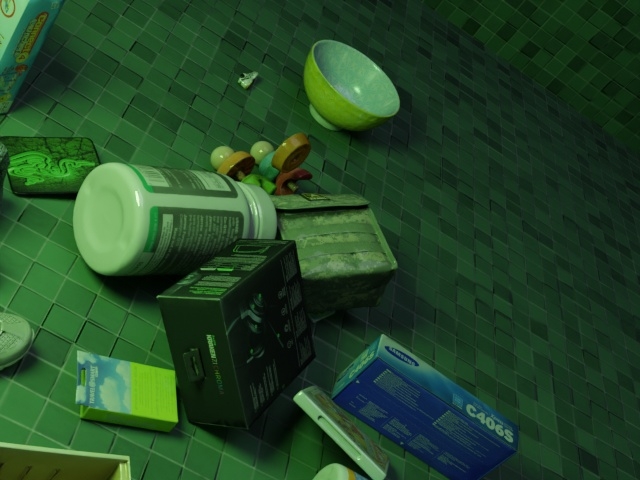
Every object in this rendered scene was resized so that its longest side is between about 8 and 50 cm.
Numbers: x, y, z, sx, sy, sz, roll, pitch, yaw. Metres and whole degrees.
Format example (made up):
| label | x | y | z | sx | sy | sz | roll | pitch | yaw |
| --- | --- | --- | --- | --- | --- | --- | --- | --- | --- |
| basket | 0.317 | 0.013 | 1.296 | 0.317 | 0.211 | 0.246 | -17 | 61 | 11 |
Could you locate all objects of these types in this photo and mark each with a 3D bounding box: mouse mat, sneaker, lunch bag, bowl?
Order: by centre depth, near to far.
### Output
| label | x | y | z | sx | sy | sz | roll | pitch | yaw |
| --- | --- | --- | --- | --- | --- | --- | --- | --- | --- |
| sneaker | -0.558 | 0.130 | 1.325 | 0.281 | 0.115 | 0.105 | 8 | 47 | -38 |
| mouse mat | -0.516 | -0.147 | 1.730 | 0.189 | 0.007 | 0.153 | -5 | 53 | -33 |
| lunch bag | 0.000 | 0.000 | 1.908 | 0.235 | 0.169 | 0.287 | -4 | 50 | -23 |
| sneaker | -0.192 | -0.431 | 2.352 | 0.037 | 0.032 | 0.083 | 36 | 35 | -7 |
| bowl | 0.057 | -0.392 | 2.438 | 0.289 | 0.156 | 0.290 | 26 | 37 | -22 |

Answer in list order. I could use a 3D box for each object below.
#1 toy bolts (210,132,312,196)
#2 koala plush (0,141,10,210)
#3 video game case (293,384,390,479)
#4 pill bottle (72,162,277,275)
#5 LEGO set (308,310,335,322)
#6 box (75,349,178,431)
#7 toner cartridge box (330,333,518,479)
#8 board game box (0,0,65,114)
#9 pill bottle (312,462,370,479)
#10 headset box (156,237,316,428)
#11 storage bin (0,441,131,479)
| label | x | y | z | sx | sy | sz | roll | pitch | yaw |
| --- | --- | --- | --- | --- | --- | --- | --- | --- | --- |
| toy bolts | -0.122 | -0.191 | 2.036 | 0.158 | 0.218 | 0.228 | 46 | 17 | 18 |
| koala plush | -0.610 | -0.070 | 1.452 | 0.196 | 0.203 | 0.221 | 20 | 52 | -26 |
| video game case | 0.044 | 0.347 | 1.628 | 0.206 | 0.026 | 0.227 | 44 | -1 | 9 |
| pill bottle | -0.264 | -0.035 | 1.696 | 0.361 | 0.204 | 0.204 | 2 | 50 | -49 |
| LEGO set | 0.022 | 0.069 | 1.993 | 0.244 | 0.060 | 0.182 | -17 | 65 | -47 |
| box | -0.326 | 0.252 | 1.479 | 0.178 | 0.042 | 0.109 | 18 | 41 | -30 |
| toner cartridge box | 0.209 | 0.345 | 1.782 | 0.347 | 0.165 | 0.075 | 35 | 34 | -10 |
| board game box | -0.656 | -0.447 | 1.690 | 0.302 | 0.308 | 0.086 | 51 | 34 | 12 |
| pill bottle | 0.102 | 0.506 | 1.517 | 0.272 | 0.152 | 0.152 | 33 | 36 | -13 |
| headset box | -0.142 | 0.160 | 1.571 | 0.283 | 0.131 | 0.247 | -41 | 126 | -55 |
| storage bin | -0.391 | 0.416 | 1.173 | 0.262 | 0.123 | 0.260 | 16 | 42 | -32 |
